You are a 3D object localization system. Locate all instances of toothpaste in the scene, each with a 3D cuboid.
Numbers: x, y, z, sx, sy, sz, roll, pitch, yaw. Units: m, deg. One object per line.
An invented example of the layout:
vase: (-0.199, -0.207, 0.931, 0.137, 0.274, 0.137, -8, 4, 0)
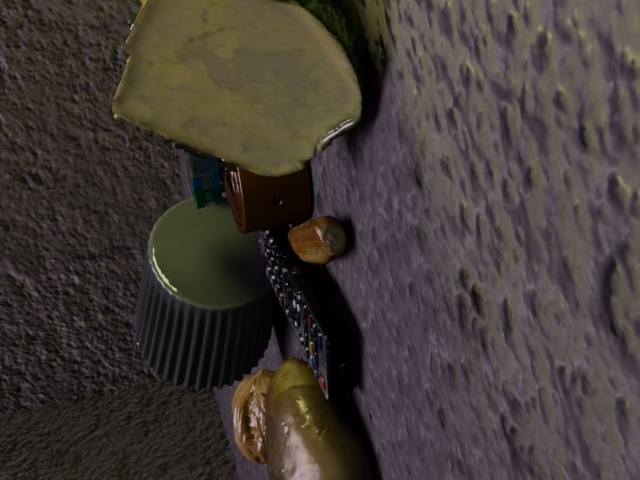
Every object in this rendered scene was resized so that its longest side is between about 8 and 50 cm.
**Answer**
toothpaste: (-0.189, -0.143, 1.437, 0.267, 0.050, 0.065, 96, 155, -63)

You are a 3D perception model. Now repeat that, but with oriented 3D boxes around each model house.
model house: (-0.068, -0.266, 1.041, 0.321, 0.261, 0.266, -46, 28, 54)

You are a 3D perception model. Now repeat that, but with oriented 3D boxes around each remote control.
remote control: (-0.026, 0.083, 1.402, 0.399, 0.062, 0.145, -121, 23, -54)

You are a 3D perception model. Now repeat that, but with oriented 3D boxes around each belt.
belt: (-0.113, -0.173, 1.445, 0.217, 0.122, 0.339, 99, 157, -60)

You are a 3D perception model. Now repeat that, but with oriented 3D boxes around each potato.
potato: (-0.014, 0.309, 1.363, 0.192, 0.141, 0.296, 96, 162, -45)

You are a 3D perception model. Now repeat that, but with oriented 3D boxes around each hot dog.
hot dog: (0.000, 0.000, 1.259, 0.066, 0.047, 0.215, 64, 167, -1)

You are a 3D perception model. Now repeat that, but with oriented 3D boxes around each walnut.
walnut: (-0.094, 0.330, 1.708, 0.155, 0.155, 0.184, -178, 81, -77)

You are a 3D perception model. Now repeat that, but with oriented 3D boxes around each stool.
stool: (-0.222, 0.099, 1.804, 0.330, 0.297, 0.297, 108, 149, -56)

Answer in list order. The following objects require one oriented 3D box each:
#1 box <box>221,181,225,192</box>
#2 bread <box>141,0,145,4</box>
box: (-0.182, -0.134, 1.791, 0.224, 0.120, 0.069, -179, 83, -79)
bread: (-0.217, -0.454, 1.566, 0.170, 0.197, 0.197, -95, 1, -64)
